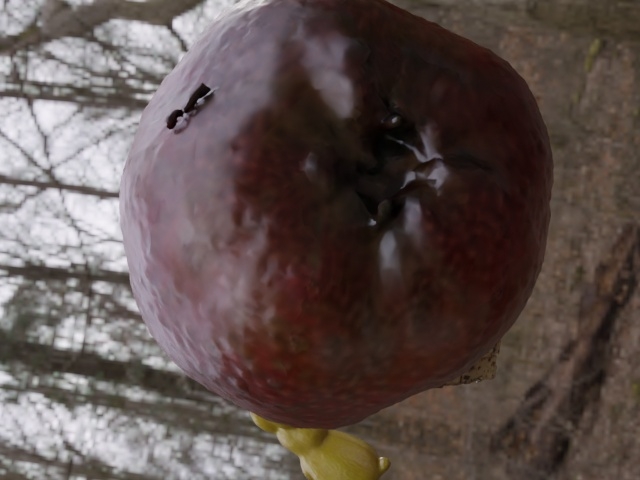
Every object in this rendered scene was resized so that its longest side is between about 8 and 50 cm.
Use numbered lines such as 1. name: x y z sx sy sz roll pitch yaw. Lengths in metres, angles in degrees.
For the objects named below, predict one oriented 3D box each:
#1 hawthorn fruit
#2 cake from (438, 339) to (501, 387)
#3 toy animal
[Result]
1. hawthorn fruit: 0.000 0.000 0.830 0.369 0.284 0.285 111 173 -60
2. cake: 0.182 0.167 1.751 0.246 0.135 0.112 -7 -80 -66
3. toy animal: -0.006 0.213 1.260 0.159 0.083 0.070 43 -148 -16
